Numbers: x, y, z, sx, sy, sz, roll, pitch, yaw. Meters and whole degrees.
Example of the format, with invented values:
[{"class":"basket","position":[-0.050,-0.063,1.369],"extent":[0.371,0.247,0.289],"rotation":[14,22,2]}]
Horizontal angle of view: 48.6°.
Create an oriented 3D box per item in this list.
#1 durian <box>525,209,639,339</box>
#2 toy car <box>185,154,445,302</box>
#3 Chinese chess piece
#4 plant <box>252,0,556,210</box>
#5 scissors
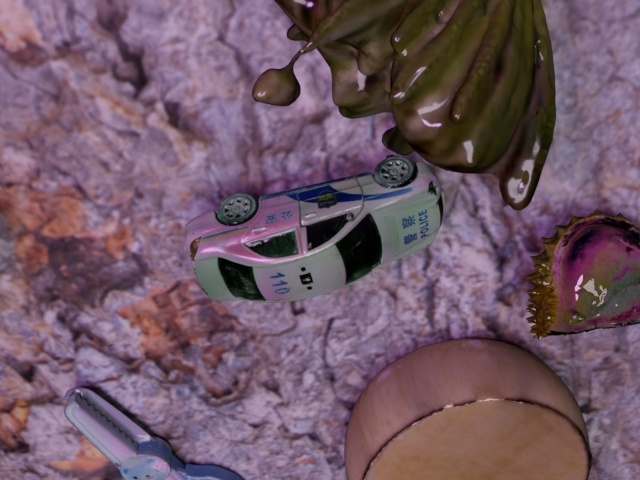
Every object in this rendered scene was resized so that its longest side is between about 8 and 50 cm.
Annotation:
[{"class":"durian","position":[0.259,0.028,0.667],"extent":[0.186,0.119,0.108],"rotation":[-9,84,-13]},{"class":"toy car","position":[0.000,0.000,0.607],"extent":[0.224,0.076,0.090],"rotation":[-13,138,3]},{"class":"Chinese chess piece","position":[0.153,0.225,0.753],"extent":[0.257,0.104,0.257],"rotation":[-3,121,-5]},{"class":"plant","position":[0.130,-0.187,0.476],"extent":[0.251,0.180,0.333],"rotation":[31,110,-33]},{"class":"scissors","position":[-0.188,0.243,0.773],"extent":[0.125,0.030,0.256],"rotation":[-28,122,12]}]
